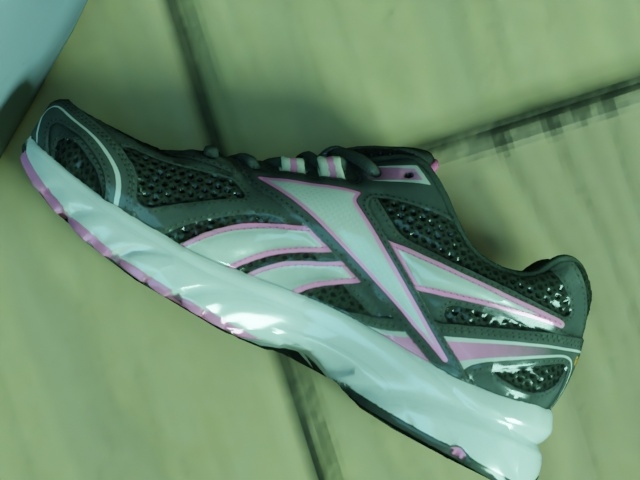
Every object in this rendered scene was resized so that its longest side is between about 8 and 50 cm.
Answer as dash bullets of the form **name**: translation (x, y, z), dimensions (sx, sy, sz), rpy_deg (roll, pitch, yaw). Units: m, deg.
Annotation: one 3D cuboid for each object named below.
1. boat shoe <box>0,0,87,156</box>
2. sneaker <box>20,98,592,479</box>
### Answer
- **boat shoe**: translation (-0.145, -0.107, 0.479), dimensions (0.156, 0.136, 0.367), rpy_deg (28, 93, 3)
- **sneaker**: translation (0.000, 0.000, 0.513), dimensions (0.178, 0.072, 0.077), rpy_deg (30, 84, -5)
